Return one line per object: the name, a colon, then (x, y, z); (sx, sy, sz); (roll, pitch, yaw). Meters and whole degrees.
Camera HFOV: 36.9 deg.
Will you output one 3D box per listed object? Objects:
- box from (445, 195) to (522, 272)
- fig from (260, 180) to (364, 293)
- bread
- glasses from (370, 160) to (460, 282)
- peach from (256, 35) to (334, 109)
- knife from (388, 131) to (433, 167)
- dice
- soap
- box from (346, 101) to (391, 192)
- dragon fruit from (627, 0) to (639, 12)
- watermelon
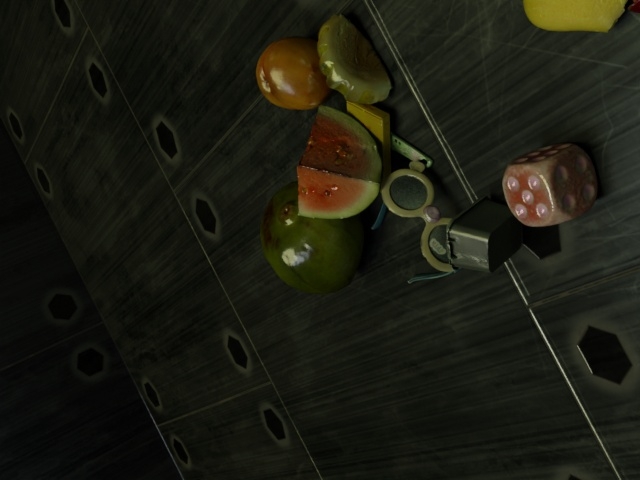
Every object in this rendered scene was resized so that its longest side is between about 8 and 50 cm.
box: (0.246, -0.007, 1.422); (0.069, 0.122, 0.084); (14, 126, 38)
fig: (0.000, 0.000, 1.761); (0.203, 0.203, 0.225); (22, 165, 49)
bread: (0.045, -0.279, 1.554); (0.157, 0.094, 0.083); (44, 143, -4)
glasses: (0.144, -0.001, 1.601); (0.189, 0.088, 0.220); (54, 150, 9)
peach: (-0.044, -0.287, 1.645); (0.138, 0.138, 0.138); (36, 140, 39)
knife: (0.113, -0.171, 1.602); (0.207, 0.014, 0.030); (36, 141, 36)
dice: (0.308, -0.075, 1.292); (0.094, 0.093, 0.091); (1, 113, 56)
soap: (0.314, -0.296, 1.178); (0.168, 0.033, 0.089); (26, 135, 46)
box: (0.083, -0.160, 1.622); (0.087, 0.023, 0.155); (37, 145, 39)
dragon fruit: (0.369, -0.303, 1.006); (0.166, 0.136, 0.133); (65, -168, 13)
watermelon: (0.025, -0.134, 1.606); (0.193, 0.145, 0.137); (-18, 133, 40)
